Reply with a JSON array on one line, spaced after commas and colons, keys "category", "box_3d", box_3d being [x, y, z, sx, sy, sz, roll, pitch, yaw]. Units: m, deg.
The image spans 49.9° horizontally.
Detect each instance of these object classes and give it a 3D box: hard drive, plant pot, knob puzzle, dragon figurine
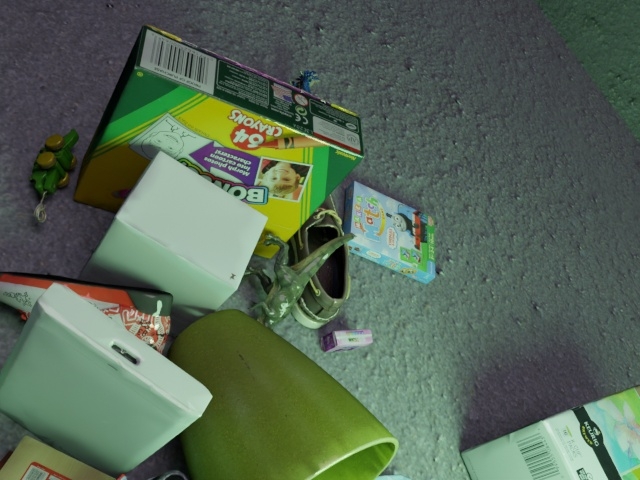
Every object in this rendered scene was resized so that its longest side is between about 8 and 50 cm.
[{"category": "hard drive", "box_3d": [-0.274, 0.185, 0.813, 0.203, 0.307, 0.040, 38, 46, -8]}, {"category": "plant pot", "box_3d": [-0.087, 0.246, 0.964, 0.275, 0.274, 0.293, -12, 52, -40]}, {"category": "knob puzzle", "box_3d": [-0.324, 0.354, 0.802, 0.213, 0.030, 0.213, 5, 59, -8]}, {"category": "dragon figurine", "box_3d": [-0.059, -0.250, 1.422, 0.144, 0.085, 0.289, 41, 45, -5]}]

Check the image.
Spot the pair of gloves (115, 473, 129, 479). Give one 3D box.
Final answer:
[{"category": "pair of gloves", "box_3d": [-0.226, 0.365, 0.776, 0.159, 0.023, 0.198, 38, 60, 17]}]

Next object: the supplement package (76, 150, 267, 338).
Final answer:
[{"category": "supplement package", "box_3d": [-0.224, 0.015, 1.040, 0.194, 0.203, 0.149, 33, 47, -14]}]

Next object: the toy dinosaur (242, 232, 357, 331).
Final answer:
[{"category": "toy dinosaur", "box_3d": [-0.068, 0.061, 1.172, 0.118, 0.064, 0.268, 39, 84, 12]}]

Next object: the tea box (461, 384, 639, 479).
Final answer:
[{"category": "tea box", "box_3d": [0.488, 0.469, 1.226, 0.324, 0.220, 0.329, -5, 64, -38]}]

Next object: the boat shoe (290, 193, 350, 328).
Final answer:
[{"category": "boat shoe", "box_3d": [0.000, 0.000, 1.285, 0.117, 0.097, 0.324, 18, 52, -25]}]

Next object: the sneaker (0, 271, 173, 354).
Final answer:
[{"category": "sneaker", "box_3d": [-0.347, 0.126, 0.951, 0.270, 0.090, 0.144, 8, 88, -3]}]

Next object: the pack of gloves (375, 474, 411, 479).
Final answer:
[{"category": "pack of gloves", "box_3d": [0.070, 0.469, 1.065, 0.232, 0.046, 0.195, 6, 63, -25]}]

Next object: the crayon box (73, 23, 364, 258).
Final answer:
[{"category": "crayon box", "box_3d": [-0.167, -0.132, 1.104, 0.363, 0.313, 0.106, 18, 48, -25]}]

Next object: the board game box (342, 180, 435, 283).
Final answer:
[{"category": "board game box", "box_3d": [0.146, -0.017, 1.442, 0.212, 0.039, 0.160, 22, 50, -21]}]

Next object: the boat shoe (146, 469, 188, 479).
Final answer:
[{"category": "boat shoe", "box_3d": [-0.195, 0.427, 0.811, 0.108, 0.102, 0.301, 21, 50, -24]}]

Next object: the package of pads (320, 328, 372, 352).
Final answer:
[{"category": "package of pads", "box_3d": [0.046, 0.178, 1.228, 0.083, 0.050, 0.032, 1, 66, -35]}]

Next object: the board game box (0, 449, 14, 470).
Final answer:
[{"category": "board game box", "box_3d": [-0.315, 0.398, 0.836, 0.281, 0.027, 0.145, 39, 44, -7]}]

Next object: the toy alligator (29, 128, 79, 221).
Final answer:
[{"category": "toy alligator", "box_3d": [-0.433, -0.105, 1.084, 0.051, 0.056, 0.189, -2, 53, 13]}]
